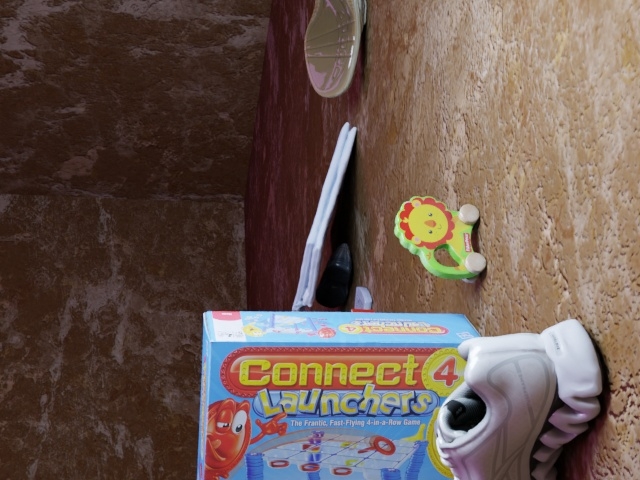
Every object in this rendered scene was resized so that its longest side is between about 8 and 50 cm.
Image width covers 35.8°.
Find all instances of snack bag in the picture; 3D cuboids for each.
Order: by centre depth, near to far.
[{"bbox_3d":[0.000,0.000,1.888,0.342,0.037,0.323,104,-178,-49],"label":"snack bag"}]

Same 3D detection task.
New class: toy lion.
[{"bbox_3d":[0.132,-0.004,1.119,0.034,0.096,0.100,108,161,-60],"label":"toy lion"}]

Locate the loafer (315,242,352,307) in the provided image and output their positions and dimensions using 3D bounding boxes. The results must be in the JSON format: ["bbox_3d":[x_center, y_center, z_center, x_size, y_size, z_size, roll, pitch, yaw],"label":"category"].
[{"bbox_3d":[0.031,0.071,1.883,0.170,0.062,0.061,114,176,-55],"label":"loafer"}]

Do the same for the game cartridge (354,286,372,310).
[{"bbox_3d":[0.074,0.111,1.711,0.083,0.017,0.055,-119,28,-72],"label":"game cartridge"}]

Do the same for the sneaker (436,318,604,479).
[{"bbox_3d":[0.155,0.189,0.888,0.110,0.118,0.292,-104,17,-53],"label":"sneaker"}]

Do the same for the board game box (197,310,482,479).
[{"bbox_3d":[0.015,0.236,1.138,0.086,0.308,0.301,-117,30,-70],"label":"board game box"}]

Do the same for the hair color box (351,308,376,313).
[{"bbox_3d":[0.068,0.191,1.640,0.072,0.043,0.141,-108,23,-65],"label":"hair color box"}]

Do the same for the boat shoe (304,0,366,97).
[{"bbox_3d":[0.039,-0.404,1.813,0.098,0.109,0.302,14,-106,-59],"label":"boat shoe"}]
